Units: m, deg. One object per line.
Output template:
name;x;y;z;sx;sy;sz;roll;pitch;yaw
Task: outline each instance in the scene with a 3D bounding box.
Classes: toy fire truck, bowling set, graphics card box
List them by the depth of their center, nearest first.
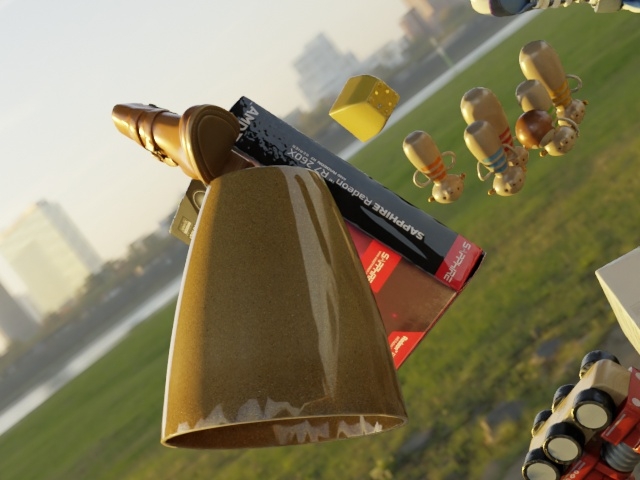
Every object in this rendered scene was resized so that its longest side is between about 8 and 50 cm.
graphics card box;0.000;0.000;1.677;0.094;0.371;0.233;-54;-3;-38
bowling set;0.278;-0.132;1.833;0.287;0.154;0.200;-36;30;2
toy fire truck;0.440;0.317;1.855;0.217;0.246;0.158;-60;1;37

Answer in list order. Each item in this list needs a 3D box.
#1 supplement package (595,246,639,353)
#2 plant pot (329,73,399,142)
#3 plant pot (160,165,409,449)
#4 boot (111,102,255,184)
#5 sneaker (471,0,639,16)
supplement package;0.572;0.103;2.012;0.194;0.149;0.203;-29;29;4
plant pot;0.080;-0.220;2.084;0.083;0.081;0.081;-15;42;60
plant pot;-0.044;0.065;1.267;0.237;0.254;0.237;-5;-16;-1
boot;-0.161;-0.116;1.391;0.073;0.152;0.197;-58;-17;-12
sneaker;0.397;-0.408;1.974;0.236;0.130;0.323;15;27;30
